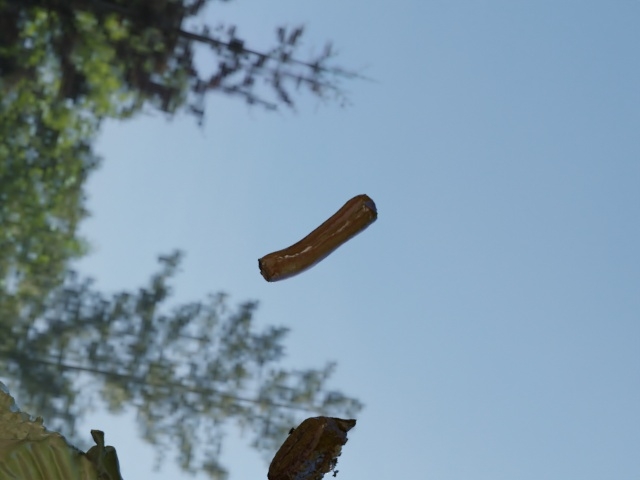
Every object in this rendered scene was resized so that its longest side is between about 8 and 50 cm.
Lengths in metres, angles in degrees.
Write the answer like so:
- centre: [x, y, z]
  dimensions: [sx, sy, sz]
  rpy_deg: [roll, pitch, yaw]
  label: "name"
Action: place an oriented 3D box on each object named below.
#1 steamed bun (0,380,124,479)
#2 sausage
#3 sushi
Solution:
- centre: [-0.362, 0.289, 1.401]
  dimensions: [0.272, 0.273, 0.290]
  rpy_deg: [27, -38, 58]
  label: "steamed bun"
- centre: [-0.001, -0.001, 1.568]
  dimensions: [0.040, 0.176, 0.047]
  rpy_deg: [39, -30, 32]
  label: "sausage"
- centre: [-0.008, 0.228, 1.370]
  dimensions: [0.118, 0.060, 0.061]
  rpy_deg: [-44, -153, 17]
  label: "sushi"
